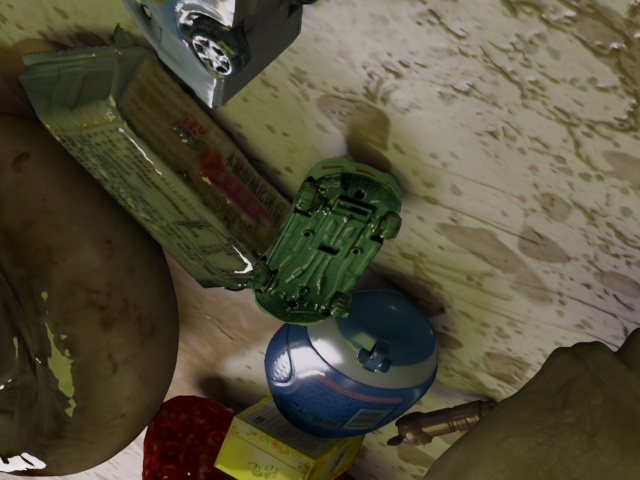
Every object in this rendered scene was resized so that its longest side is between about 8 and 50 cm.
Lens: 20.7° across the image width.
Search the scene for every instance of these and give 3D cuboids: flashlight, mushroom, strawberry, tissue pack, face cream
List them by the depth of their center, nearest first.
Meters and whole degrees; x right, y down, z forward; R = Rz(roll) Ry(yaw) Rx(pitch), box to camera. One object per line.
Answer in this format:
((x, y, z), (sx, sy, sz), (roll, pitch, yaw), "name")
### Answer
((0.030, 0.111, 1.622), (0.149, 0.083, 0.264), (20, 156, -8), "face cream")
((0.117, 0.173, 1.654), (0.110, 0.052, 0.031), (-16, 113, 26), "flashlight")
((-0.312, 0.064, 1.655), (0.362, 0.294, 0.362), (21, 124, 34), "mushroom")
((-0.026, 0.204, 1.770), (0.095, 0.062, 0.176), (27, -163, 14), "tissue pack")
((-0.089, 0.344, 1.968), (0.310, 0.292, 0.292), (19, 152, 12), "strawberry")

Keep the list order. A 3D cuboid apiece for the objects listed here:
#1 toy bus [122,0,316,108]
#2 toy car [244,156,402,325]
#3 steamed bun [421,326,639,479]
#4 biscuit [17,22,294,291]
((-0.066, -0.220, 1.133), (0.136, 0.109, 0.330), (39, 156, 11), "toy bus")
((0.000, 0.000, 1.447), (0.093, 0.058, 0.186), (17, 135, -14), "toy car")
((0.270, 0.185, 1.295), (0.352, 0.247, 0.339), (-7, 153, 31), "steamed bun")
((-0.125, -0.053, 1.527), (0.309, 0.079, 0.186), (45, 154, -26), "biscuit")
